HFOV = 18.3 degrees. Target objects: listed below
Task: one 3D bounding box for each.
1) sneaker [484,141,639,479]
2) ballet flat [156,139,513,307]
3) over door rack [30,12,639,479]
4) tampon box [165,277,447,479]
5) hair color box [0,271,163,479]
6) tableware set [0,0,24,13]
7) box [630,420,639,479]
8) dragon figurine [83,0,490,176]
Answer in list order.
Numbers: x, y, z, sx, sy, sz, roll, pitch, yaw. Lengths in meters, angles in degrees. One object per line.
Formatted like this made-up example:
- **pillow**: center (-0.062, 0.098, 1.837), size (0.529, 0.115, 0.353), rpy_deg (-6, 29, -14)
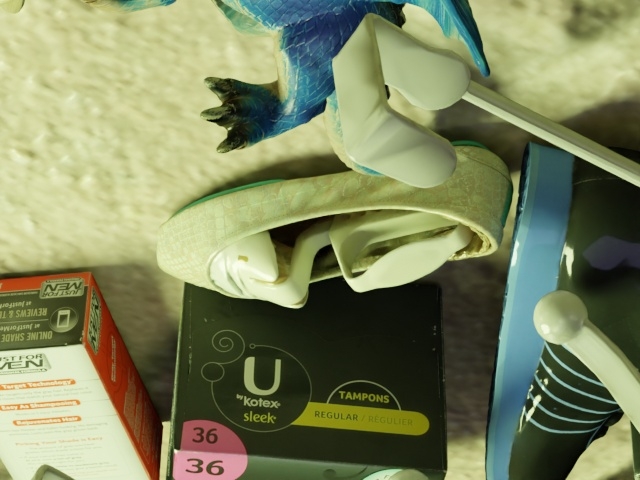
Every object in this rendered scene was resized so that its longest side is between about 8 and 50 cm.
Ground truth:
- **sneaker**: center (0.122, 0.048, 0.872), size (0.090, 0.081, 0.232), rpy_deg (7, 143, 5)
- **ballet flat**: center (0.000, 0.000, 0.835), size (0.168, 0.052, 0.057), rpy_deg (-16, 141, 23)
- **over door rack**: center (0.072, 0.049, 0.732), size (0.324, 0.108, 0.239), rpy_deg (17, 124, -33)
- **tampon box**: center (-0.012, 0.101, 0.933), size (0.120, 0.101, 0.161), rpy_deg (4, 144, -4)
- **hair color box**: center (-0.126, 0.073, 0.949), size (0.072, 0.043, 0.141), rpy_deg (-4, 145, 8)
- **tableware set**: center (-0.159, -0.145, 0.636), size (0.168, 0.020, 0.141), rpy_deg (18, 139, 11)
- **box**: center (0.253, 0.068, 0.896), size (0.147, 0.077, 0.180), rpy_deg (27, 138, -31)
- **dragon figurine**: center (0.013, -0.099, 0.670), size (0.144, 0.085, 0.289), rpy_deg (-17, 139, 25)
